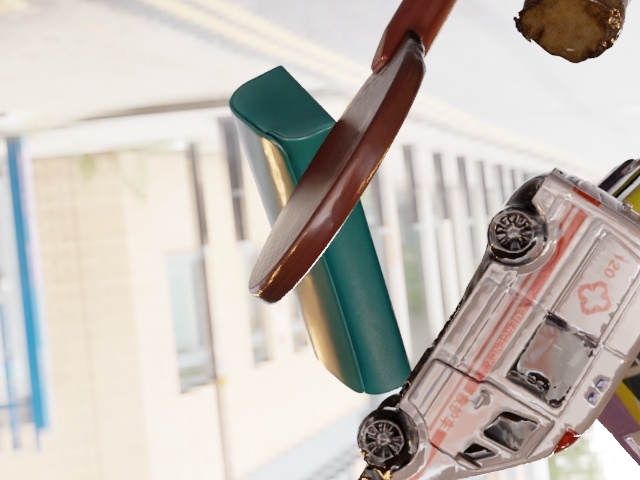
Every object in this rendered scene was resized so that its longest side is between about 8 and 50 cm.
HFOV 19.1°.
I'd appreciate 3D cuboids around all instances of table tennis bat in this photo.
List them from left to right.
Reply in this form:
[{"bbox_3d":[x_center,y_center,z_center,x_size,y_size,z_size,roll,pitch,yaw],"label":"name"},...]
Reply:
[{"bbox_3d":[0.028,-0.086,1.400,0.038,0.310,0.200,33,156,-8],"label":"table tennis bat"}]

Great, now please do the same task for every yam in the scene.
[{"bbox_3d":[0.197,-0.198,1.410,0.079,0.079,0.141,-6,-138,28],"label":"yam"}]

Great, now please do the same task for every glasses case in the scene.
[{"bbox_3d":[0.000,0.001,1.665,0.070,0.301,0.117,-27,-142,-13],"label":"glasses case"}]

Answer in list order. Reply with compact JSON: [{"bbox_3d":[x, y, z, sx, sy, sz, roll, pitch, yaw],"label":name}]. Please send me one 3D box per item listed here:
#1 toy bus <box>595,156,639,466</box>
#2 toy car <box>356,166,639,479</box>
[{"bbox_3d":[0.387,0.130,1.685,0.209,0.440,0.249,-41,-179,-20],"label":"toy bus"},{"bbox_3d":[0.104,0.067,1.006,0.108,0.209,0.089,33,-174,5],"label":"toy car"}]
